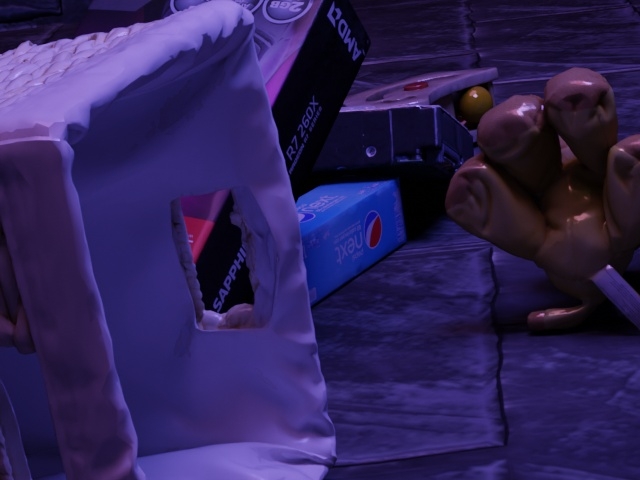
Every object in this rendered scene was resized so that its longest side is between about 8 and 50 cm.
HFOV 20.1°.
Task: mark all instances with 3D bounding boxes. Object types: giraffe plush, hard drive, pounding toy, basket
[{"bbox_3d":[0.222,-0.034,1.473,0.181,0.210,0.170,-28,2,23],"label":"giraffe plush"},{"bbox_3d":[-0.027,-0.084,1.822,0.338,0.064,0.237,-3,-4,14],"label":"hard drive"},{"bbox_3d":[0.090,-0.161,2.004,0.269,0.155,0.154,-19,15,-36],"label":"pounding toy"},{"bbox_3d":[-0.173,0.060,1.056,0.266,0.328,0.331,-7,16,16],"label":"basket"}]

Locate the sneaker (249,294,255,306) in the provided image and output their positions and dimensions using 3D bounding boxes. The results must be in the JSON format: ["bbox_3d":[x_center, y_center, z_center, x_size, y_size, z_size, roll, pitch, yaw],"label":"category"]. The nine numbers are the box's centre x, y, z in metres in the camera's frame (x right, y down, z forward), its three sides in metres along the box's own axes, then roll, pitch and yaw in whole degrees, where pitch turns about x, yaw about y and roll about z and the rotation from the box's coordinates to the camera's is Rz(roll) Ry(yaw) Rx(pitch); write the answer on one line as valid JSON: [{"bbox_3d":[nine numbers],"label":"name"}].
[{"bbox_3d":[-0.143,0.010,1.519,0.286,0.130,0.109,2,-13,17],"label":"sneaker"}]

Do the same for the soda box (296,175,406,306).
[{"bbox_3d":[0.000,0.000,1.641,0.071,0.067,0.210,2,17,29],"label":"soda box"}]

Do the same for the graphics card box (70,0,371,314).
[{"bbox_3d":[-0.134,-0.050,1.432,0.232,0.094,0.371,9,59,32],"label":"graphics card box"}]
